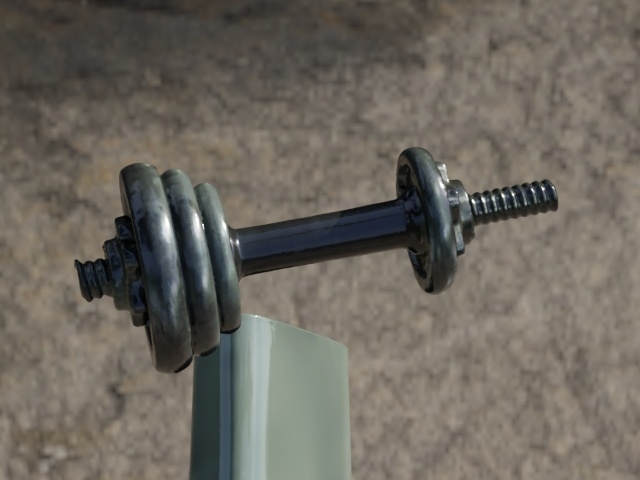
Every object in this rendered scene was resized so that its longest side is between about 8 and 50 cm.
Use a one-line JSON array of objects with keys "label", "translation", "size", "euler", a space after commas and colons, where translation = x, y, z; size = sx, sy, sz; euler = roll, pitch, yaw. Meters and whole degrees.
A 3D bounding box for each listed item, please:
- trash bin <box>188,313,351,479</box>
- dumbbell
[{"label": "trash bin", "translation": [-0.030, 0.122, 1.118], "size": [0.059, 0.116, 0.129], "euler": [-14, 67, 34]}, {"label": "dumbbell", "translation": [0.000, 0.000, 0.946], "size": [0.255, 0.110, 0.110], "euler": [-10, 40, -9]}]
